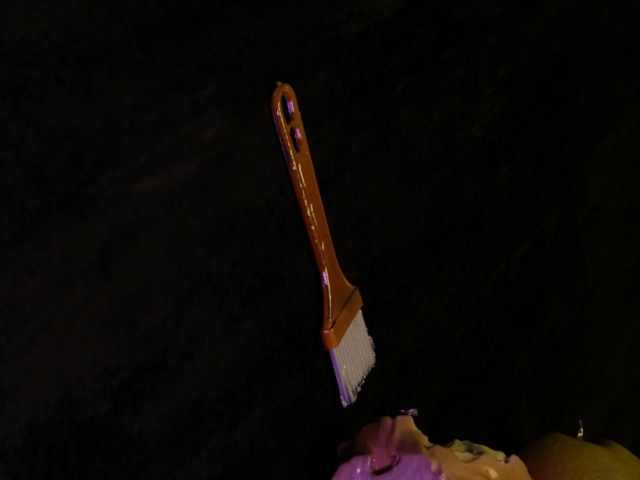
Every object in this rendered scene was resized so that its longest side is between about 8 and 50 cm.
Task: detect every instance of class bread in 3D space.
[{"bbox_3d":[0.113,0.257,1.375,0.224,0.183,0.211,-4,85,-67],"label":"bread"}]

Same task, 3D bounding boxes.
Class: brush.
[{"bbox_3d":[0.000,0.000,1.352,0.090,0.017,0.314,-54,134,-57],"label":"brush"}]

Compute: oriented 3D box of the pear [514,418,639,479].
[{"bbox_3d":[0.347,0.394,1.753,0.285,0.284,0.336,-31,101,-62],"label":"pear"}]
